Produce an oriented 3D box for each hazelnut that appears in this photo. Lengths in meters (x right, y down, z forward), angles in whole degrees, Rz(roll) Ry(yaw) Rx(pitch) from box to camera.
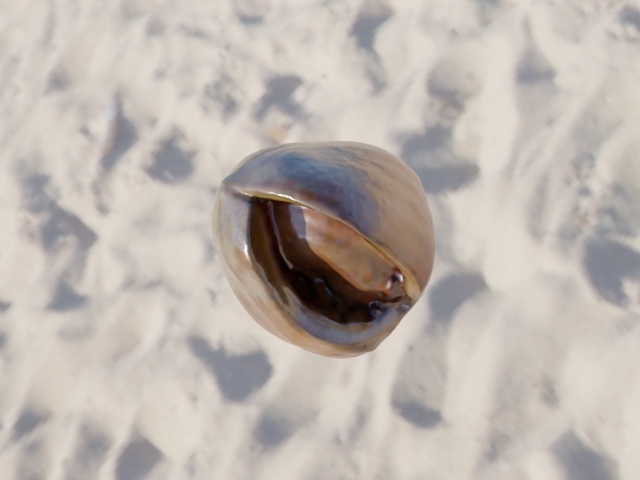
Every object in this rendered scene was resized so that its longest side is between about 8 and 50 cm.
[{"bbox_3d":[0.000,0.000,0.556,0.086,0.086,0.086,-24,41,23],"label":"hazelnut"}]
